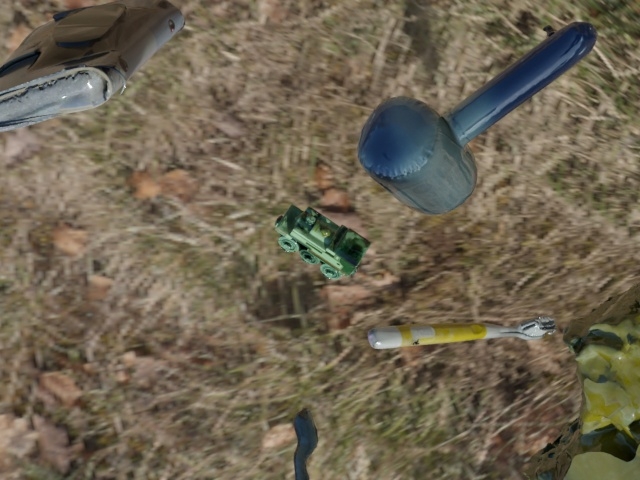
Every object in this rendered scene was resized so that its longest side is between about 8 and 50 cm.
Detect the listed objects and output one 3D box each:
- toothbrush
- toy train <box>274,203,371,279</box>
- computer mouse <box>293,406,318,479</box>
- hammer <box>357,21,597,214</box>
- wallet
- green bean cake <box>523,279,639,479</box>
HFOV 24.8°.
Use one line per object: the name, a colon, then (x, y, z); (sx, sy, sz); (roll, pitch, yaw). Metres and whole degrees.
toothbrush: (0.137, 0.083, 1.331); (0.024, 0.288, 0.021); (-29, 71, 35)
toy train: (0.000, 0.000, 1.255); (0.083, 0.053, 0.033); (34, 62, -2)
computer mouse: (0.033, 0.285, 0.950); (0.167, 0.090, 0.379); (-34, 53, 36)
hammer: (0.123, -0.099, 1.075); (0.194, 0.116, 0.069); (-37, 61, 10)
wallet: (-0.240, -0.180, 1.412); (0.170, 0.231, 0.069); (-10, 113, 16)
green bean cake: (0.363, 0.222, 1.712); (0.285, 0.202, 0.310); (47, 134, 4)
